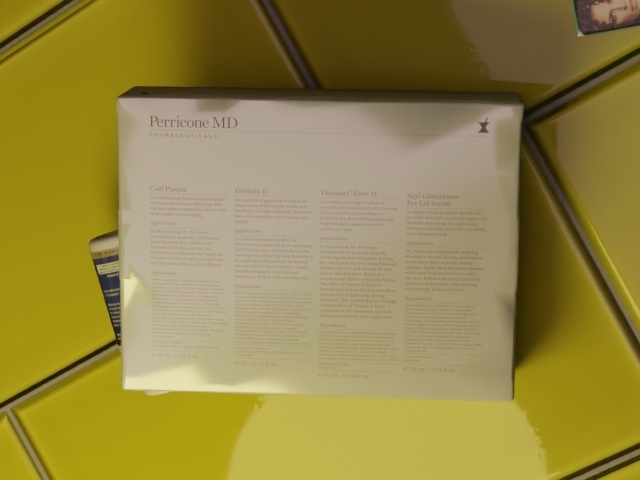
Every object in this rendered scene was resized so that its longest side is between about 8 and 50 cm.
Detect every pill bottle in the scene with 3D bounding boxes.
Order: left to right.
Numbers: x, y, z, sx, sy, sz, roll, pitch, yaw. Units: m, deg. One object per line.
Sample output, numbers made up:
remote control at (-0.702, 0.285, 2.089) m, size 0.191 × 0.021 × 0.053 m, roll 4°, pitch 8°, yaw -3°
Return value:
pill bottle at (-0.171, 0.068, 1.726) m, size 0.094 × 0.094 × 0.169 m, roll -14°, pitch 96°, yaw 22°

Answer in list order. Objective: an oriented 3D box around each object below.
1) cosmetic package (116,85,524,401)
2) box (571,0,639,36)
cosmetic package at (0.000, 0.000, 1.603) m, size 0.377 × 0.097 × 0.284 m, roll 2°, pitch 104°, yaw 4°
box at (0.342, -0.252, 1.491) m, size 0.244 × 0.060 × 0.100 m, roll -9°, pitch 98°, yaw 21°
